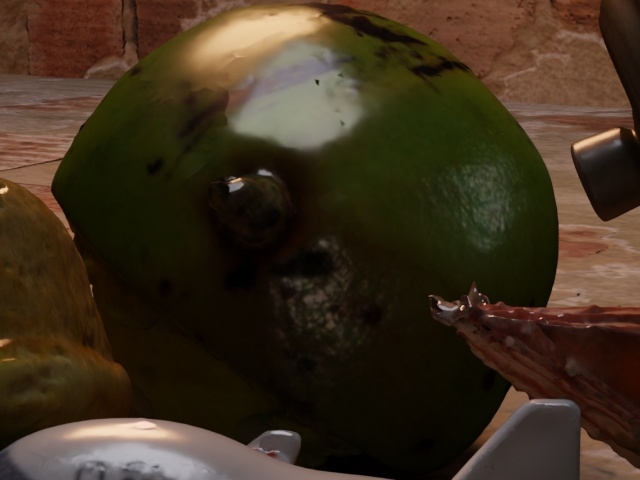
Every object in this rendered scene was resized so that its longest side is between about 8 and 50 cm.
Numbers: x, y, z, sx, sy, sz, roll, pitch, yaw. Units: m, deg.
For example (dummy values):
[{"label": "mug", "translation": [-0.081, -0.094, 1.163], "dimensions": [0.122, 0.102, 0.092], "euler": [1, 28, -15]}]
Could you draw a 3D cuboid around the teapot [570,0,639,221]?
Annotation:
[{"label": "teapot", "translation": [0.178, -0.052, 0.623], "dimensions": [0.175, 0.185, 0.267], "euler": [-23, -31, 12]}]

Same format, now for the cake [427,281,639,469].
[{"label": "cake", "translation": [0.176, 0.057, 0.652], "dimensions": [0.287, 0.135, 0.098], "euler": [22, 6, -19]}]

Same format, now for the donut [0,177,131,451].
[{"label": "donut", "translation": [-0.188, 0.055, 0.716], "dimensions": [0.209, 0.128, 0.261], "euler": [-6, -14, -17]}]

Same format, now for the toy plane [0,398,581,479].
[{"label": "toy plane", "translation": [-0.027, 0.118, 0.608], "dimensions": [0.252, 0.118, 0.252], "euler": [-2, 9, 0]}]

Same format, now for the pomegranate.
[{"label": "pomegranate", "translation": [0.000, 0.000, 0.924], "dimensions": [0.261, 0.260, 0.341], "euler": [2, 8, 12]}]
